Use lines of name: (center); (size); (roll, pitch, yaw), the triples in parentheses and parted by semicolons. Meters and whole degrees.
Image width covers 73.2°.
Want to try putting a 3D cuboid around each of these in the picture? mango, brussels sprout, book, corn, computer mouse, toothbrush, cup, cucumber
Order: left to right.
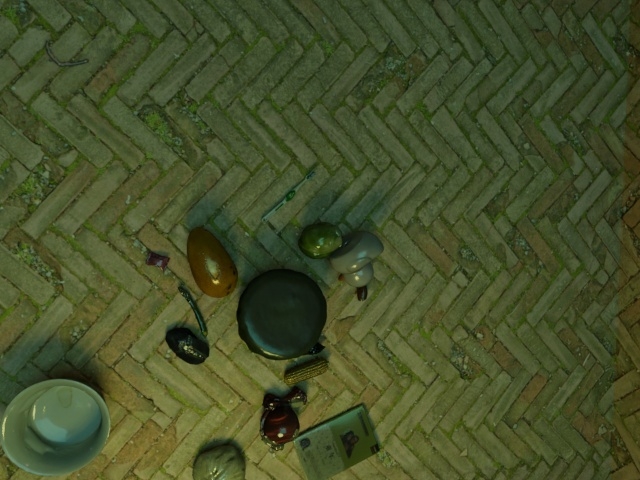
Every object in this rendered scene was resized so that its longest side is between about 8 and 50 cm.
cup: (-0.932, 0.643, 1.567); (0.346, 0.163, 0.348); (-1, 94, -13)
computer mouse: (-0.528, 0.419, 1.705); (0.192, 0.062, 0.106); (40, 84, -12)
mango: (-0.422, 0.084, 1.651); (0.159, 0.191, 0.291); (-26, 94, -18)
toothbrush: (-0.132, -0.181, 1.787); (0.304, 0.030, 0.030); (-44, 102, -5)
cucumber: (-0.124, 0.446, 1.803); (0.299, 0.072, 0.072); (10, 91, -14)
corn: (-0.059, 0.556, 1.829); (0.207, 0.068, 0.068); (-19, 98, -10)
brussels sprout: (-0.004, 0.004, 1.752); (0.183, 0.145, 0.132); (3, 118, 27)
book: (0.069, 0.902, 1.900); (0.351, 0.035, 0.240); (-21, 96, -11)

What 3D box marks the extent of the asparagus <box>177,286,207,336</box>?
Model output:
asparagus: (-0.502, 0.283, 1.721); (0.034, 0.027, 0.236); (-28, 100, -22)

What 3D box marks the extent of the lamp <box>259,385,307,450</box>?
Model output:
lamp: (-0.148, 0.739, 1.776); (0.214, 0.151, 0.224); (-5, 93, -18)

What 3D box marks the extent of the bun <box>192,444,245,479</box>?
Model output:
bun: (-0.407, 0.952, 1.735); (0.230, 0.133, 0.232); (-1, 96, -13)

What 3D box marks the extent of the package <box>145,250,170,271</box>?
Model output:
package: (-0.633, 0.081, 1.675); (0.083, 0.029, 0.059); (21, 85, -6)

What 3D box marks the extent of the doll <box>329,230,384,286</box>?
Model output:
doll: (0.160, 0.088, 1.794); (0.251, 0.221, 0.221); (-36, 102, 18)

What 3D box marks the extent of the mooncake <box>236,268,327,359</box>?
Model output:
mooncake: (-0.155, 0.289, 1.697); (0.355, 0.194, 0.357); (5, 74, -19)

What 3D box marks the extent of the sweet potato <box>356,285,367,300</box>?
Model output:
sweet potato: (0.183, 0.206, 1.879); (0.049, 0.049, 0.117); (4, 83, -14)
